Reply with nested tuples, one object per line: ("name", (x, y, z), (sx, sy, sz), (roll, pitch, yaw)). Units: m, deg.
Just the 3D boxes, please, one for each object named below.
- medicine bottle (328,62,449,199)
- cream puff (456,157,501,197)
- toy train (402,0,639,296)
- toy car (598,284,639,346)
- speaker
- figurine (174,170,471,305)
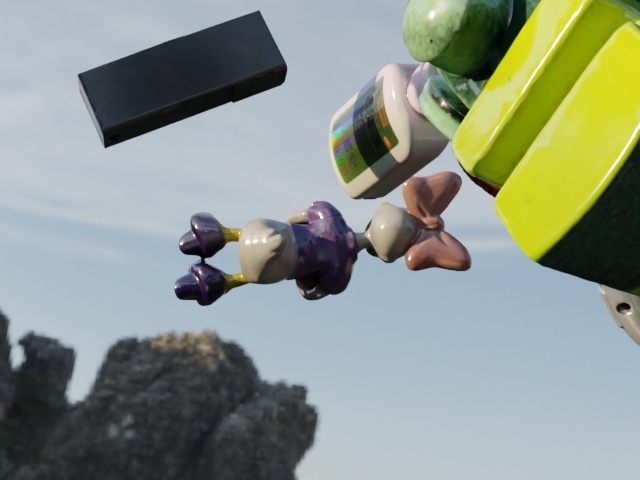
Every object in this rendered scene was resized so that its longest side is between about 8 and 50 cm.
("medicine bottle", (0.089, -0.134, 1.267), (0.078, 0.115, 0.219), (-2, -18, -28))
("cream puff", (0.321, -0.174, 1.718), (0.239, 0.165, 0.239), (15, -49, 18))
("toy train", (0.260, -0.052, 0.732), (0.442, 0.272, 0.179), (16, -60, -32))
("toy car", (0.467, 0.009, 1.387), (0.271, 0.180, 0.212), (-28, 10, 8))
("speaker", (-0.152, -0.178, 1.242), (0.218, 0.082, 0.044), (-23, -14, -14))
("figurine", (-0.004, 0.001, 1.597), (0.421, 0.154, 0.193), (-7, -9, 1))
